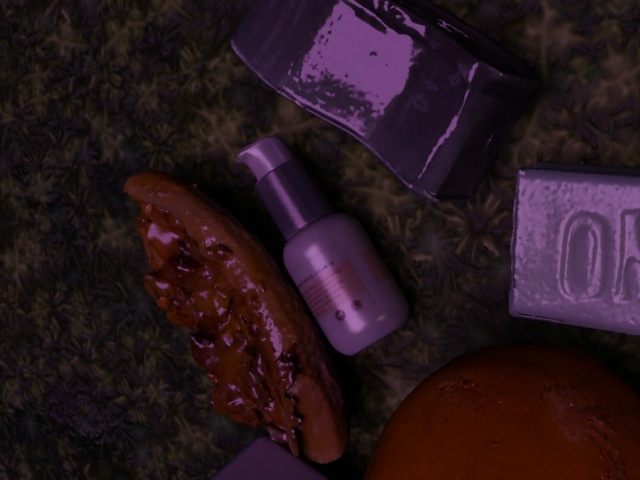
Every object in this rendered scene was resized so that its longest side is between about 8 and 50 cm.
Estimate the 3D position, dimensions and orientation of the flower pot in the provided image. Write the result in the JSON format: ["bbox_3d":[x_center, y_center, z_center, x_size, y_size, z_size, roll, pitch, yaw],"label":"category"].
[{"bbox_3d":[0.044,-0.135,0.714,0.229,0.103,0.108,38,116,18],"label":"flower pot"}]

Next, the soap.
[{"bbox_3d":[0.235,0.009,0.659,0.198,0.063,0.115,6,103,29],"label":"soap"}]

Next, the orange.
[{"bbox_3d":[0.139,0.189,0.655,0.239,0.240,0.240,7,105,29],"label":"orange"}]

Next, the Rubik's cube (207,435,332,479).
[{"bbox_3d":[-0.046,0.394,0.755,0.291,0.290,0.292,32,127,20],"label":"Rubik's cube"}]

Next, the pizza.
[{"bbox_3d":[-0.081,0.068,0.825,0.305,0.085,0.161,51,142,10],"label":"pizza"}]

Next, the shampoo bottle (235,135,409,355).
[{"bbox_3d":[0.000,0.000,0.790,0.074,0.074,0.192,-36,81,32],"label":"shampoo bottle"}]
